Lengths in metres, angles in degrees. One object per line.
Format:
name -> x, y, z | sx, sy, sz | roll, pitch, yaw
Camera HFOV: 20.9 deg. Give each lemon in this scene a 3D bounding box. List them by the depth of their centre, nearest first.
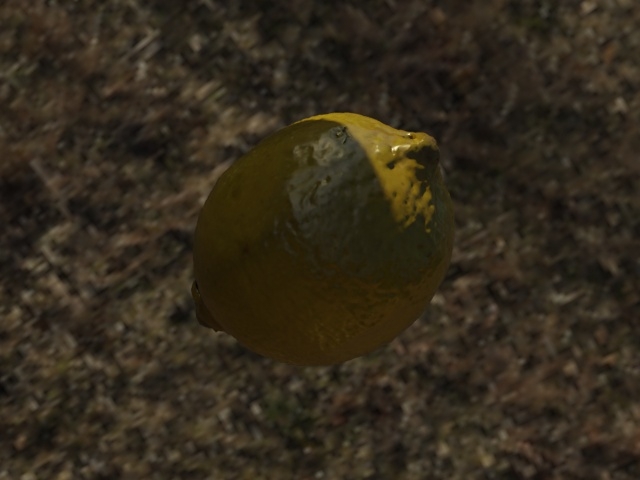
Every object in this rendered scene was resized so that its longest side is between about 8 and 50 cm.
lemon -> 0.000, 0.000, 1.363 | 0.188, 0.257, 0.188 | 36, 33, -28
